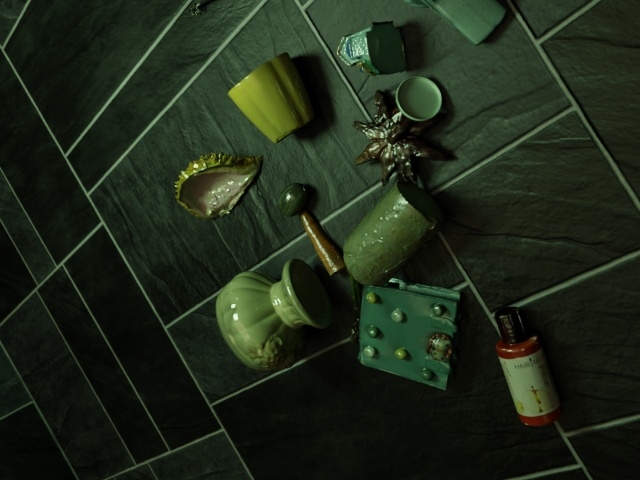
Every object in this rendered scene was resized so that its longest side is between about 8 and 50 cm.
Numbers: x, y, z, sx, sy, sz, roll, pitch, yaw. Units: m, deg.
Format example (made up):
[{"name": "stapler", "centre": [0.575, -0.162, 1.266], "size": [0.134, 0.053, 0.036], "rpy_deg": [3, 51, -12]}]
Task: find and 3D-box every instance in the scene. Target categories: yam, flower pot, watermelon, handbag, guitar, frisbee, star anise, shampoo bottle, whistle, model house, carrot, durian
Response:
[{"name": "yam", "centre": [0.179, -0.019, 1.373], "size": [0.161, 0.161, 0.268], "rpy_deg": [47, 130, 11]}, {"name": "flower pot", "centre": [-0.113, -0.362, 1.446], "size": [0.195, 0.195, 0.179], "rpy_deg": [-28, 102, 35]}, {"name": "watermelon", "centre": [-0.076, -0.117, 1.556], "size": [0.078, 0.078, 0.110], "rpy_deg": [43, 117, 13]}, {"name": "handbag", "centre": [0.228, 0.241, 1.468], "size": [0.274, 0.100, 0.268], "rpy_deg": [14, 112, 28]}, {"name": "guitar", "centre": [-0.273, -0.674, 1.509], "size": [0.271, 0.084, 0.038], "rpy_deg": [-15, 99, 41]}, {"name": "flower pot", "centre": [-0.117, 0.203, 1.569], "size": [0.244, 0.307, 0.307], "rpy_deg": [-33, 86, 22]}, {"name": "frisbee", "centre": [0.228, -0.328, 1.284], "size": [0.110, 0.110, 0.014], "rpy_deg": [56, 168, 5]}, {"name": "star anise", "centre": [0.183, -0.239, 1.337], "size": [0.272, 0.102, 0.272], "rpy_deg": [7, 107, 26]}, {"name": "shampoo bottle", "centre": [0.485, 0.292, 1.321], "size": [0.104, 0.104, 0.278], "rpy_deg": [-17, 96, 35]}, {"name": "whistle", "centre": [0.253, -0.557, 1.187], "size": [0.290, 0.163, 0.163], "rpy_deg": [30, 128, -23]}, {"name": "model house", "centre": [0.103, -0.443, 1.312], "size": [0.149, 0.148, 0.119], "rpy_deg": [5, 113, 44]}, {"name": "carrot", "centre": [0.000, 0.000, 1.565], "size": [0.061, 0.061, 0.209], "rpy_deg": [-40, 78, 34]}, {"name": "durian", "centre": [-0.336, -0.179, 1.634], "size": [0.305, 0.196, 0.185], "rpy_deg": [-32, 81, 37]}]

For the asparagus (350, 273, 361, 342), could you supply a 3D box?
[{"name": "asparagus", "centre": [0.099, 0.187, 1.574], "size": [0.034, 0.027, 0.236], "rpy_deg": [1, 108, 11]}]
